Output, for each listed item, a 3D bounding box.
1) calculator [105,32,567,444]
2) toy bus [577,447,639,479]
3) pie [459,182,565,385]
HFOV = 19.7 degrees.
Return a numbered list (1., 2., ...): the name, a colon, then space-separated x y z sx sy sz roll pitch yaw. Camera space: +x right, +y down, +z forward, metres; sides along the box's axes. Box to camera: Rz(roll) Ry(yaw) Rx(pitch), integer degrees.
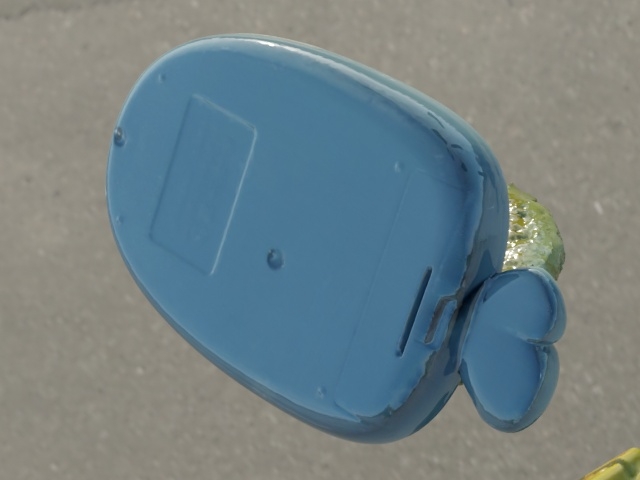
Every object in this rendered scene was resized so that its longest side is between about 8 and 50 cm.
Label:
1. calculator: 0.000 0.000 0.964 0.302 0.042 0.188 29 109 33
2. toy bus: 0.246 0.327 1.305 0.151 0.331 0.145 -23 -13 -39
3. pie: 0.064 0.034 1.494 0.277 0.078 0.277 -7 28 4
